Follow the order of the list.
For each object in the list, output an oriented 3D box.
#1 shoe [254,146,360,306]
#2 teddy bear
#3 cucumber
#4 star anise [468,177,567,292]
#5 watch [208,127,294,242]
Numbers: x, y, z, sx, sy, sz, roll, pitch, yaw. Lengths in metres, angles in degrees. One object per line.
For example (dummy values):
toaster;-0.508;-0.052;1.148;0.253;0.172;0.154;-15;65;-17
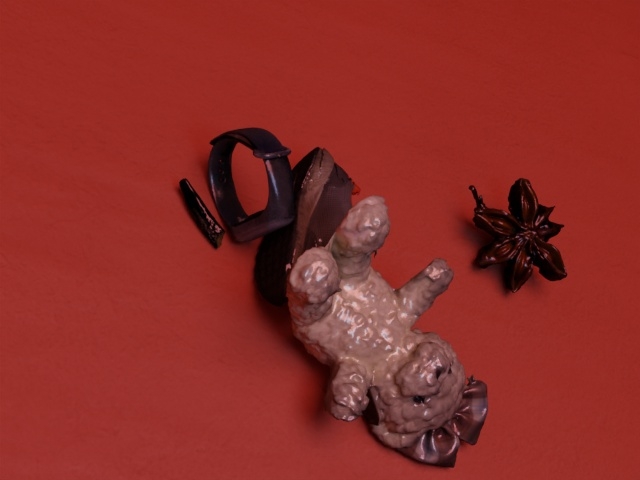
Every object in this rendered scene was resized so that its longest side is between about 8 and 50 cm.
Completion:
shoe;0.000;0.000;1.769;0.171;0.132;0.337;32;49;-20
teddy bear;0.135;0.172;1.616;0.362;0.375;0.327;39;63;15
cucumber;-0.208;-0.047;1.732;0.034;0.033;0.135;-37;81;-5
star anise;0.393;-0.010;1.969;0.190;0.126;0.220;-6;88;-1
watch;-0.119;-0.104;1.702;0.068;0.206;0.193;-14;84;-36
